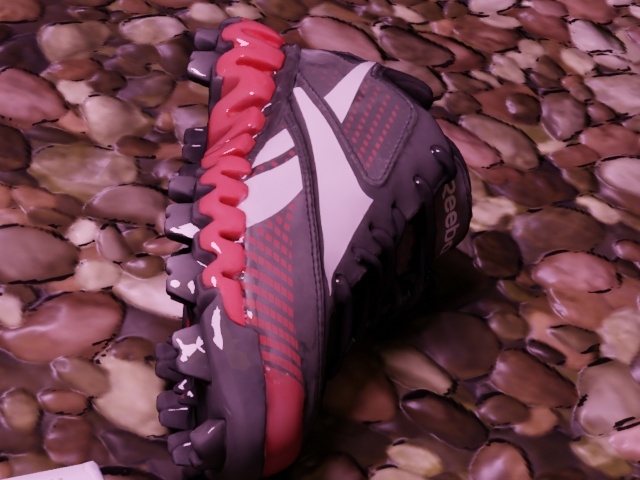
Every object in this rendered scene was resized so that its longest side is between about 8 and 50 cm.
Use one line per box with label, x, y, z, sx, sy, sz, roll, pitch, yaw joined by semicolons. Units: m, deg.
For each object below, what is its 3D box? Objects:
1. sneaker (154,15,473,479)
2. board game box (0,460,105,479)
sneaker;0.000;-0.001;0.847;0.135;0.098;0.276;8;36;-3
board game box;-0.158;0.166;0.387;0.302;0.086;0.308;-10;19;-15
